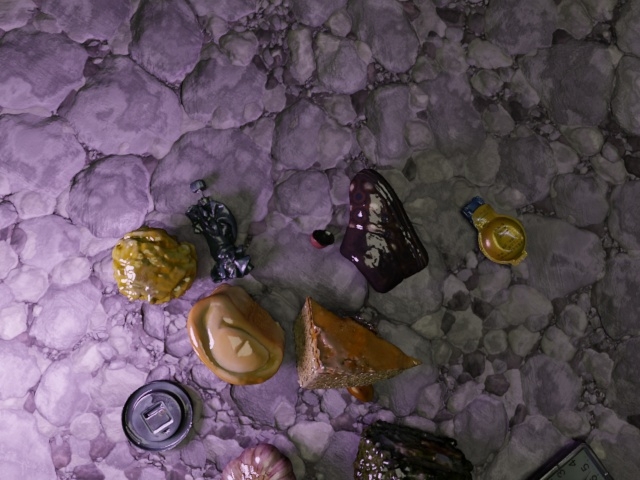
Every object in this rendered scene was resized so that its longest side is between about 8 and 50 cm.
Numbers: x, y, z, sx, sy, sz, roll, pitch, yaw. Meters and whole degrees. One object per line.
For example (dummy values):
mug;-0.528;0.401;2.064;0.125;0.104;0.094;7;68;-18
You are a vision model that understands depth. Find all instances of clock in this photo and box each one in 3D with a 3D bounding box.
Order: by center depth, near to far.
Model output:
clock;-0.507;0.546;1.273;0.215;0.042;0.215;0;86;-6
clock;0.869;0.862;1.382;0.279;0.049;0.273;-35;89;-7

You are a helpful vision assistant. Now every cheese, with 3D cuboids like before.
cheese;0.604;-0.033;1.400;0.177;0.069;0.270;-41;88;-7

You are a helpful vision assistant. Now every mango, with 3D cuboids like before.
mango;0.129;0.480;1.328;0.080;0.060;0.114;-36;88;-22

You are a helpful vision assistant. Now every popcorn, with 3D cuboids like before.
popcorn;-0.498;0.074;1.226;0.249;0.225;0.249;-1;93;-22

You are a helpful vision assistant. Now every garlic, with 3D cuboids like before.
garlic;-0.181;0.745;1.242;0.245;0.160;0.245;-2;80;14

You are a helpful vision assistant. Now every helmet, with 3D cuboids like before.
helmet;0.001;0.001;1.350;0.084;0.049;0.065;5;51;-31

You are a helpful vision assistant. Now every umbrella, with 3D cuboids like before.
umbrella;-0.336;-0.034;1.299;0.143;0.094;0.349;-22;87;-11

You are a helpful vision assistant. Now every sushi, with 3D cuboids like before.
sushi;0.280;0.693;1.215;0.352;0.294;0.178;16;89;-8

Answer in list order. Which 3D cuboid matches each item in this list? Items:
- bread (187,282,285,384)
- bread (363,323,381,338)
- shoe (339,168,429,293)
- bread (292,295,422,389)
bread;-0.260;0.301;1.209;0.315;0.270;0.211;43;98;-8
bread;0.171;0.352;1.318;0.077;0.105;0.152;-23;88;1
shoe;0.163;-0.022;1.306;0.237;0.171;0.384;-32;98;-10
bread;0.085;0.310;1.245;0.315;0.248;0.279;-4;55;-25
